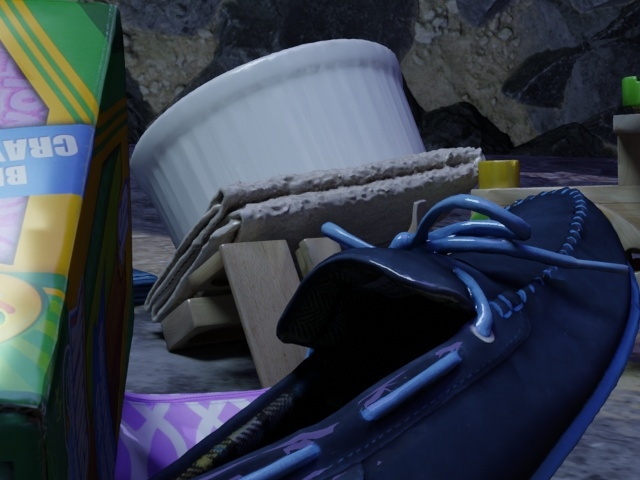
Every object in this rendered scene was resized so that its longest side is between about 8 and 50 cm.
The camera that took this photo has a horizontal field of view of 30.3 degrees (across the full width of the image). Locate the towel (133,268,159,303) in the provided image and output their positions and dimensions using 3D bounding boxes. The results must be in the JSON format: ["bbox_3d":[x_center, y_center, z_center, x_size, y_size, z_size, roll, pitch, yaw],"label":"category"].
[{"bbox_3d":[-0.208,0.037,1.129,0.119,0.029,0.067,10,11,38],"label":"towel"}]

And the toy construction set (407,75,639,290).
[{"bbox_3d":[0.181,-0.015,0.937,0.257,0.237,0.309,12,13,44],"label":"toy construction set"}]

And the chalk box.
[{"bbox_3d":[-0.163,0.059,0.399,0.179,0.180,0.289,2,40,-6],"label":"chalk box"}]

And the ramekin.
[{"bbox_3d":[-0.028,-0.059,1.124,0.277,0.135,0.277,-21,-16,-6],"label":"ramekin"}]

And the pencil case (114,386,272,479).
[{"bbox_3d":[-0.029,0.107,0.586,0.206,0.088,0.086,-2,8,-25],"label":"pencil case"}]

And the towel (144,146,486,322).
[{"bbox_3d":[0.000,0.000,1.003,0.282,0.049,0.187,-13,-24,-36],"label":"towel"}]

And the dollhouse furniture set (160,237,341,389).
[{"bbox_3d":[-0.035,0.086,0.898,0.144,0.123,0.151,-4,-23,-39],"label":"dollhouse furniture set"}]

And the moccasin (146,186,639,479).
[{"bbox_3d":[0.042,0.048,0.490,0.138,0.117,0.342,-27,12,36],"label":"moccasin"}]
